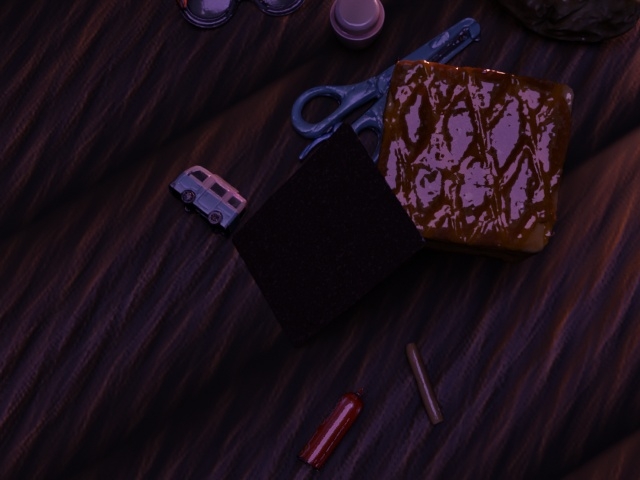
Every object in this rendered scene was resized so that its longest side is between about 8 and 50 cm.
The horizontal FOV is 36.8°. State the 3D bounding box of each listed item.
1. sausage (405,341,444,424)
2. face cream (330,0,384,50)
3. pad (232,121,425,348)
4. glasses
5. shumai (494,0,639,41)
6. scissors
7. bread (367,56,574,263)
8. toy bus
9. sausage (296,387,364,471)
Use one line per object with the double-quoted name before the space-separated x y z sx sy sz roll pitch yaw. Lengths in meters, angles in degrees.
"sausage" 0.161 0.223 1.509 0.024 0.024 0.132 -19 77 -3
"face cream" 0.062 -0.370 1.626 0.091 0.095 0.091 -1 76 2
"pad" 0.000 0.000 1.461 0.004 0.330 0.220 -16 71 -48
"glasses" -0.130 -0.428 1.567 0.234 0.268 0.118 -8 94 -2
"shumai" 0.409 -0.510 1.549 0.330 0.288 0.292 10 77 3
"scissors" 0.119 -0.253 1.627 0.393 0.032 0.180 -37 78 -7
"bread" 0.221 -0.115 1.482 0.279 0.207 0.279 12 84 2
"toy bus" -0.182 -0.069 1.577 0.123 0.060 0.075 38 75 8
"sausage" 0.022 0.287 1.486 0.145 0.050 0.048 -53 39 -10
